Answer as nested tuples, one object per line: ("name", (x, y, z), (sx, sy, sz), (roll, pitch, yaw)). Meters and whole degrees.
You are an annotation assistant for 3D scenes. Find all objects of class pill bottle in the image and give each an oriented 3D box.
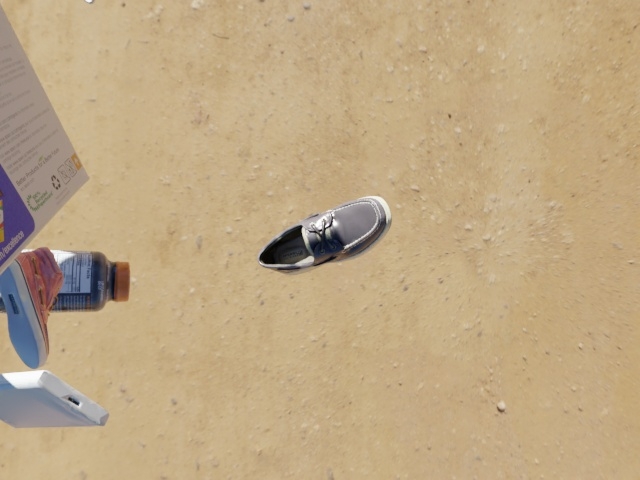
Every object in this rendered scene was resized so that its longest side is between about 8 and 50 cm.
("pill bottle", (-0.525, 0.086, 1.114), (0.245, 0.130, 0.131), (3, 90, -23))

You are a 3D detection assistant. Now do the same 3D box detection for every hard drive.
("hard drive", (-0.661, 0.367, 1.220), (0.307, 0.203, 0.040), (-11, 43, 26))

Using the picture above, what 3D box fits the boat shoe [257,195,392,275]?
("boat shoe", (0.000, 0.000, 1.003), (0.285, 0.092, 0.103), (-22, 82, 34))

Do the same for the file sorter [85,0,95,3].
("file sorter", (-0.386, -0.604, 0.965), (0.193, 0.173, 0.278), (44, 74, -25))

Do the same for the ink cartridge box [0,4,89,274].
("ink cartridge box", (-0.337, -0.125, 0.450), (0.072, 0.304, 0.307), (-16, 118, 7))

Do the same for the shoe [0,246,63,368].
("shoe", (-0.430, 0.101, 0.820), (0.063, 0.081, 0.178), (-2, 105, 27))
